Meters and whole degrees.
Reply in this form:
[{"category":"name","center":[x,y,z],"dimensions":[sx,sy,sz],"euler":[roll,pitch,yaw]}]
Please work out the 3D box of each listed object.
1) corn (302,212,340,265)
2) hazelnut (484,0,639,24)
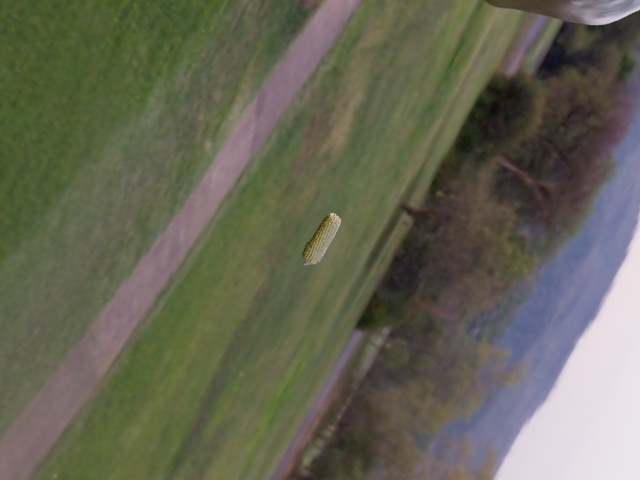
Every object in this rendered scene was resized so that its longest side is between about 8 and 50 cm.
[{"category":"corn","center":[0.000,0.000,1.434],"dimensions":[0.083,0.027,0.028],"euler":[-59,-145,21]},{"category":"hazelnut","center":[0.304,-0.437,1.299],"dimensions":[0.366,0.366,0.366],"euler":[-57,168,-19]}]
